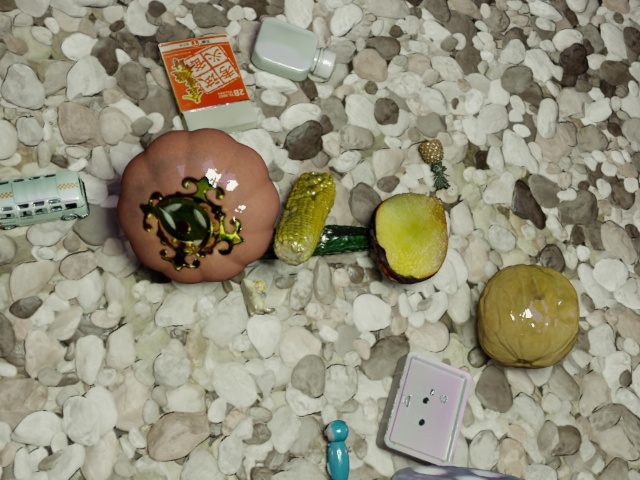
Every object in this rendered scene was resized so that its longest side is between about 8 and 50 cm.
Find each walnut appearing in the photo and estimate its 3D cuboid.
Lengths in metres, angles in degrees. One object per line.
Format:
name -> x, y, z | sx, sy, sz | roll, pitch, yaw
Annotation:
walnut -> 0.431, 0.156, 1.492 | 0.228, 0.228, 0.228 | 5, 70, -14

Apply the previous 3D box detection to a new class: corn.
corn -> -0.030, -0.050, 1.425 | 0.097, 0.097, 0.320 | 27, 31, -5

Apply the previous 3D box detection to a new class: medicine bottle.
medicine bottle -> -0.060, -0.428, 1.629 | 0.183, 0.069, 0.119 | 16, 67, -8

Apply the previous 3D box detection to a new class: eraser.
eraser -> -0.246, -0.337, 1.562 | 0.157, 0.038, 0.230 | -15, 75, -20

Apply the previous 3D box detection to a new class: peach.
peach -> 0.186, -0.008, 1.544 | 0.189, 0.068, 0.279 | 51, 47, -3

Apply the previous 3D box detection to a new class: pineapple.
pineapple -> 0.267, -0.169, 1.646 | 0.058, 0.058, 0.124 | -17, 90, -20

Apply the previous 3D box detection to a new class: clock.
clock -> 0.207, 0.340, 1.436 | 0.150, 0.063, 0.197 | 22, 67, -7

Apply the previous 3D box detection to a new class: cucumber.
cucumber -> 0.000, 0.000, 1.499 | 0.293, 0.067, 0.067 | -4, 72, -17

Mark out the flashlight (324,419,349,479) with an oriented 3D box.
flashlight -> 0.036, 0.410, 1.373 | 0.051, 0.051, 0.129 | -3, 74, -16

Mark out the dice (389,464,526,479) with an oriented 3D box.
dice -> 0.255, 0.551, 1.239 | 0.270, 0.271, 0.270 | 7, 84, -12

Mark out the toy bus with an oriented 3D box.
toy bus -> -0.545, -0.079, 1.361 | 0.194, 0.089, 0.087 | -10, 74, -17

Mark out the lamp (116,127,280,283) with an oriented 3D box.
lamp -> -0.229, -0.069, 1.363 | 0.305, 0.239, 0.305 | -1, 110, -2

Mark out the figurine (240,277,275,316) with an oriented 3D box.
figurine -> -0.127, 0.111, 1.439 | 0.050, 0.047, 0.083 | -5, 65, -33
